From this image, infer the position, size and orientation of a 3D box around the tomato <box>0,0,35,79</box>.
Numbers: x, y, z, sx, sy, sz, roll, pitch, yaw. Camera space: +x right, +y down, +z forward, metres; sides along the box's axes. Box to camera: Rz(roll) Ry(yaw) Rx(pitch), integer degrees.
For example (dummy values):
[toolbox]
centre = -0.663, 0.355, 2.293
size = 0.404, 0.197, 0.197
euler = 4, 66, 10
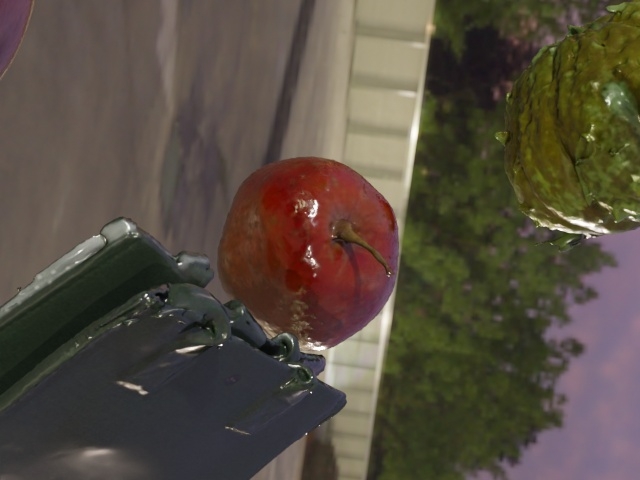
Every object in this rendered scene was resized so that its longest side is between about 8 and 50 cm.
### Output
[tomato]
centre = -0.346, -0.203, 0.949
size = 0.255, 0.224, 0.256
euler = -57, 175, -7

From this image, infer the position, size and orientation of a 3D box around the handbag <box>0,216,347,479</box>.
[handbag]
centre = -0.135, 0.120, 0.787
size = 0.247, 0.260, 0.079
euler = 39, 20, -52

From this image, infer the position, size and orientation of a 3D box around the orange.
[orange]
centre = 0.315, -0.129, 1.210
size = 0.223, 0.300, 0.301
euler = 60, -1, 0

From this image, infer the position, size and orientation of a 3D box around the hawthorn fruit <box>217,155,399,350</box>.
[hawthorn fruit]
centre = 0.000, 0.000, 0.979
size = 0.203, 0.163, 0.162
euler = 134, -33, -65
